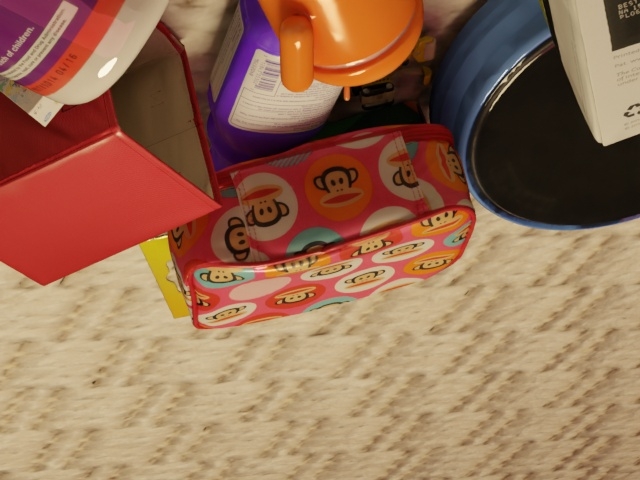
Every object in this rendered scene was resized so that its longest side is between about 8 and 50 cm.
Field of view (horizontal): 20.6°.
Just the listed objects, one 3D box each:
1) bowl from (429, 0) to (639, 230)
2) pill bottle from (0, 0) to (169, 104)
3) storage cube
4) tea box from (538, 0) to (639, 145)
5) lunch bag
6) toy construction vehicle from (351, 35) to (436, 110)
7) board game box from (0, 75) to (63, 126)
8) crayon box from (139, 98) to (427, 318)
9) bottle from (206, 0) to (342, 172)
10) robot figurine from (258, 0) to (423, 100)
[{"bbox_3d":[0.306,-0.150,1.783,0.391,0.077,0.391,-11,144,-8],"label":"bowl"},{"bbox_3d":[-0.264,-0.235,1.210,0.323,0.181,0.181,26,135,-25],"label":"pill bottle"},{"bbox_3d":[-0.226,-0.101,1.531,0.193,0.184,0.215,-24,152,17],"label":"storage cube"},{"bbox_3d":[0.299,-0.297,1.295,0.329,0.324,0.220,-18,151,5],"label":"tea box"},{"bbox_3d":[0.000,0.000,1.723,0.293,0.120,0.258,-13,161,-7],"label":"lunch bag"},{"bbox_3d":[0.063,-0.173,1.721,0.098,0.035,0.086,-15,142,-8],"label":"toy construction vehicle"},{"bbox_3d":[-0.208,-0.180,1.409,0.154,0.103,0.026,-51,148,-3],"label":"board game box"},{"bbox_3d":[-0.031,-0.028,1.879,0.318,0.081,0.202,-16,152,-2],"label":"crayon box"},{"bbox_3d":[-0.044,-0.141,1.649,0.118,0.092,0.283,-1,149,-19],"label":"bottle"},{"bbox_3d":[0.009,-0.210,1.429,0.128,0.158,0.219,-20,142,8],"label":"robot figurine"}]
